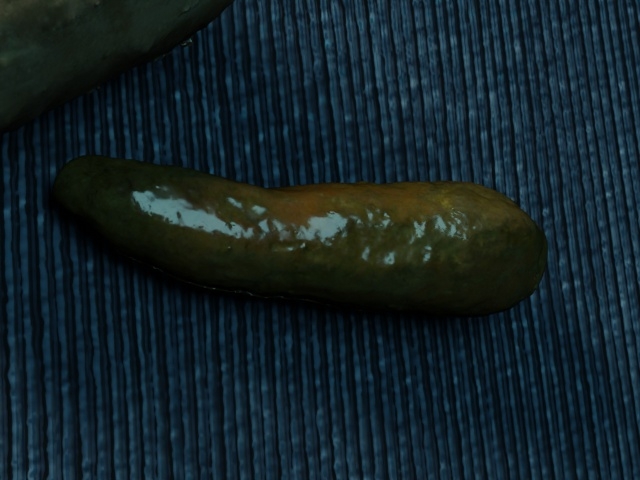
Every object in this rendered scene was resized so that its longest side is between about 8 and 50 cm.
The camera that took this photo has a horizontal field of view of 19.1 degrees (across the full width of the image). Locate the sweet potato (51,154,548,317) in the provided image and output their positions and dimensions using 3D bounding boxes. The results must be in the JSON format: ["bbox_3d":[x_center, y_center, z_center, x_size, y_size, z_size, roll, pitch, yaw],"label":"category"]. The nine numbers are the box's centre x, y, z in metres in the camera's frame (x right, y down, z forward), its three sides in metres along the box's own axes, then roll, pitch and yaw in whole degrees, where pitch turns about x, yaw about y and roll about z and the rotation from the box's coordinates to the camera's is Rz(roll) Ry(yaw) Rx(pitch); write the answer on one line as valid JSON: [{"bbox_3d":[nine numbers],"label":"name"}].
[{"bbox_3d":[0.000,0.000,0.943,0.273,0.075,0.075,5,68,-28],"label":"sweet potato"}]

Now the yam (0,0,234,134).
[{"bbox_3d":[-0.134,-0.127,0.866,0.128,0.129,0.238,29,46,32],"label":"yam"}]
